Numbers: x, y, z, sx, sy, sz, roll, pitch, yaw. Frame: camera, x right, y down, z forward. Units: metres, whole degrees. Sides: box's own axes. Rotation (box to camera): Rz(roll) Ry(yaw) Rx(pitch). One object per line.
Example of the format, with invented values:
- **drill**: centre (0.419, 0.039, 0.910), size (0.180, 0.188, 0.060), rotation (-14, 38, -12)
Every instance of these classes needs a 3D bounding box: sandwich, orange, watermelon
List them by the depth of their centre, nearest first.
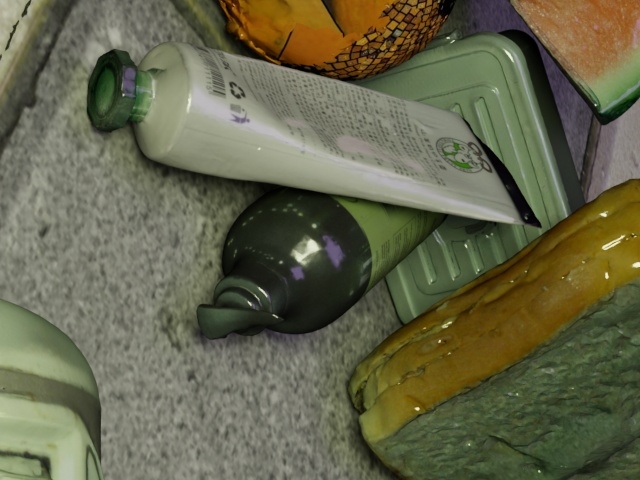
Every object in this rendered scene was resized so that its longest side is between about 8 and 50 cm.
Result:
- **orange**: centre (0.007, -0.231, 1.235), size (0.234, 0.182, 0.234), rotation (44, 33, -38)
- **sandwich**: centre (0.199, 0.105, 1.306), size (0.271, 0.301, 0.099), rotation (38, 25, -46)
- **watermelon**: centre (0.228, -0.274, 1.408), size (0.292, 0.222, 0.319), rotation (51, 13, 4)

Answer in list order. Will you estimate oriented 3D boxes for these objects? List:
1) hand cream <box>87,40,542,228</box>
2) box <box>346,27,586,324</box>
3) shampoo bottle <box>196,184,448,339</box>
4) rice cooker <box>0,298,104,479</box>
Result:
- **hand cream**: centre (0.001, -0.072, 1.173), size (0.336, 0.076, 0.121), rotation (9, 41, -34)
- **box**: centre (0.126, -0.053, 1.385), size (0.135, 0.163, 0.243), rotation (-39, 112, -65)
- **shampoo bottle**: centre (0.000, 0.000, 1.211), size (0.284, 0.101, 0.101), rotation (-40, 114, -54)
- **rice cooker**: centre (-0.218, 0.159, 0.658), size (0.288, 0.288, 0.277), rotation (21, 63, -53)
